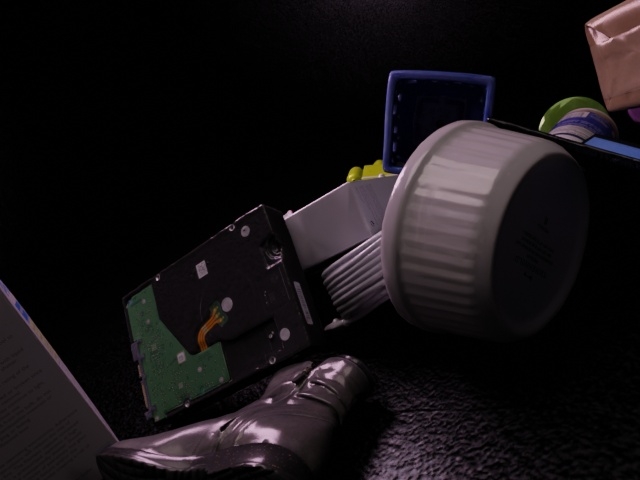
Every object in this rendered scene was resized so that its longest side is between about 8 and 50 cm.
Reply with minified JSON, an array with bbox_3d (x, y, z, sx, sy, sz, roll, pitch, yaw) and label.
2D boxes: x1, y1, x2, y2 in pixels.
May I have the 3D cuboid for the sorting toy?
[{"bbox_3d":[0.496,-0.208,1.059,0.365,0.127,0.126,-18,-7,30],"label":"sorting toy"}]

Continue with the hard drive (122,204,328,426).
[{"bbox_3d":[-0.168,0.127,0.832,0.338,0.237,0.064,-31,-25,22],"label":"hard drive"}]

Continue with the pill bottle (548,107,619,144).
[{"bbox_3d":[0.433,-0.144,0.904,0.186,0.112,0.112,-41,21,-34],"label":"pill bottle"}]

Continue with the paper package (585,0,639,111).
[{"bbox_3d":[0.642,-0.323,0.780,0.324,0.168,0.309,-14,4,-22],"label":"paper package"}]

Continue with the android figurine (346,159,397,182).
[{"bbox_3d":[0.193,-0.166,1.357,0.248,0.056,0.273,-3,21,11],"label":"android figurine"}]

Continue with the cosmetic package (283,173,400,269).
[{"bbox_3d":[0.000,0.000,0.970,0.377,0.098,0.284,-27,-8,34],"label":"cosmetic package"}]

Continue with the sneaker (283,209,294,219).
[{"bbox_3d":[-0.111,-0.012,1.428,0.111,0.103,0.252,-38,12,-15],"label":"sneaker"}]

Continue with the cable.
[{"bbox_3d":[0.125,0.026,0.801,0.257,0.089,0.257,-26,-12,-35],"label":"cable"}]

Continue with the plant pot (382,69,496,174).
[{"bbox_3d":[0.280,-0.280,1.246,0.235,0.236,0.212,7,17,11],"label":"plant pot"}]

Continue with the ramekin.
[{"bbox_3d":[0.210,-0.005,0.620,0.272,0.273,0.127,-38,33,-28],"label":"ramekin"}]

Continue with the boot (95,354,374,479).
[{"bbox_3d":[-0.105,0.250,0.667,0.338,0.118,0.222,-10,17,29],"label":"boot"}]

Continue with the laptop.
[{"bbox_3d":[0.396,-0.119,0.682,0.234,0.264,0.137,35,94,47],"label":"laptop"}]

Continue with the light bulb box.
[{"bbox_3d":[-0.557,0.258,0.882,0.225,0.361,0.357,-38,19,-28],"label":"light bulb box"}]
